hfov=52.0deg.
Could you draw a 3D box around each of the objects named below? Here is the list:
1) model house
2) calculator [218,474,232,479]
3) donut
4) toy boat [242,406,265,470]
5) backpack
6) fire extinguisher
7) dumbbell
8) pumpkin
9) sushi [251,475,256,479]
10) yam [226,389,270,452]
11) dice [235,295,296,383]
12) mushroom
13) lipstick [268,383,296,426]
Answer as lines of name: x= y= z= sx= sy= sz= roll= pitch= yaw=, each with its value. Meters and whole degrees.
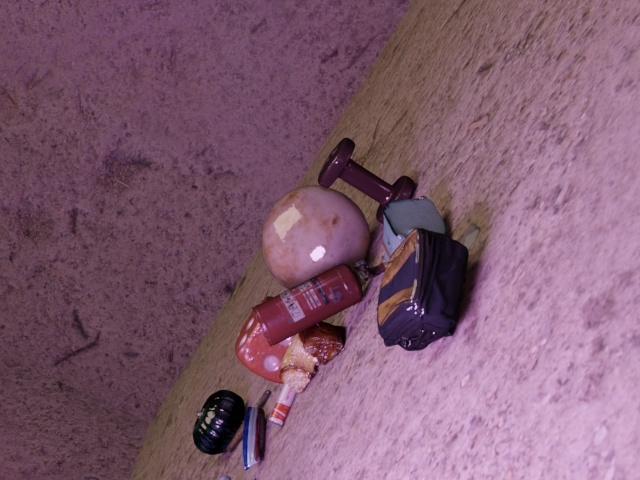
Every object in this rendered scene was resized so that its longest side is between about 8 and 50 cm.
model house: x=0.182 y=0.011 z=1.350 sx=0.148 sy=0.119 sz=0.148 roll=-110 pitch=21 yaw=-45
calculator: x=-0.268 y=0.687 z=1.614 sx=0.141 sy=0.045 sz=0.246 roll=-61 pitch=-8 yaw=-55
donut: x=-0.026 y=0.268 z=1.614 sx=0.217 sy=0.085 sz=0.141 roll=-54 pitch=14 yaw=31
toy boat: x=-0.172 y=0.514 z=1.716 sx=0.046 sy=0.080 sz=0.229 roll=-23 pitch=19 yaw=6
backpack: x=0.166 y=0.098 z=1.147 sx=0.258 sy=0.133 sz=0.206 roll=128 pitch=158 yaw=-61
fire extinguisher: x=0.010 y=0.128 z=1.531 sx=0.337 sy=0.106 sz=0.147 roll=-27 pitch=-4 yaw=-5
dumbbell: x=0.114 y=-0.148 z=1.651 sx=0.140 sy=0.225 sz=0.124 roll=-54 pitch=11 yaw=29
pumpkin: x=-0.318 y=0.558 z=2.026 sx=0.202 sy=0.140 sz=0.202 roll=-57 pitch=10 yaw=15
sushi: x=-0.215 y=0.673 z=1.545 sx=0.215 sy=0.050 sz=0.192 roll=-62 pitch=12 yaw=-5
yam: x=-0.212 y=0.528 z=1.919 sx=0.234 sy=0.029 sz=0.027 roll=-58 pitch=-16 yaw=13
dice: x=-0.116 y=0.267 z=1.783 sx=0.179 sy=0.175 sz=0.174 roll=-55 pitch=12 yaw=8
mushroom: x=0.000 y=0.000 z=1.773 sx=0.297 sy=0.297 sz=0.290 roll=-59 pitch=-22 yaw=8
lipstick: x=-0.089 y=0.404 z=1.670 sx=0.130 sy=0.038 sz=0.038 roll=-66 pitch=13 yaw=-21
